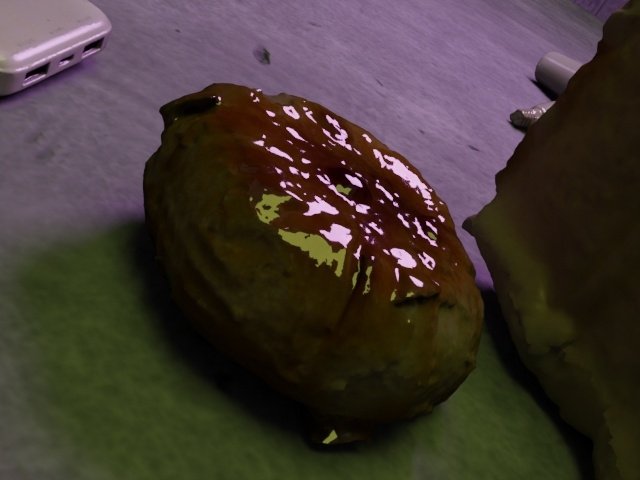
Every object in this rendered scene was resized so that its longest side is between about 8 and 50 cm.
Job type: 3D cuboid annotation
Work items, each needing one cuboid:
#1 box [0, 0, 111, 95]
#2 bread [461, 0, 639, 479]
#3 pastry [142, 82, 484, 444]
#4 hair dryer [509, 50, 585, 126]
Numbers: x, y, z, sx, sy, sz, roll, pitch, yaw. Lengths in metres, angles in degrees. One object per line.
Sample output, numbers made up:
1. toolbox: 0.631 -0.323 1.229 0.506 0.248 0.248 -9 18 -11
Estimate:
1. box: -0.288 -0.198 0.541 0.285 0.044 0.142 33 31 0
2. bread: 0.364 0.005 0.544 0.390 0.371 0.279 13 38 -26
3. pastry: 0.000 0.000 0.464 0.229 0.100 0.218 31 28 -6
4. hair dryer: 0.370 -0.210 1.183 0.298 0.119 0.296 9 28 -15
